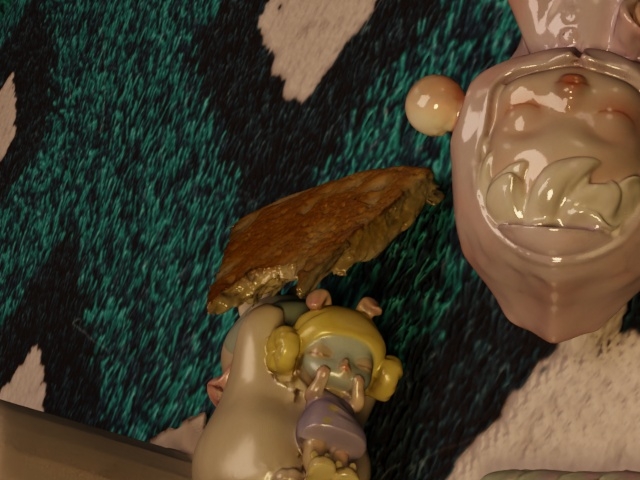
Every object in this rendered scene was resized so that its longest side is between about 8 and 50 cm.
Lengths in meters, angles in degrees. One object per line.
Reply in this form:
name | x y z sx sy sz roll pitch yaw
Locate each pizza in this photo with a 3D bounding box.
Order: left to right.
pizza | 0.000 0.000 1.039 0.181 0.034 0.262 -19 15 15

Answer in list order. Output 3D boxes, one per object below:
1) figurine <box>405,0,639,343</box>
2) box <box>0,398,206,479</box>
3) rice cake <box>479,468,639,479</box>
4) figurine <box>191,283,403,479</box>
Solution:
figurine | 0.155 -0.078 0.859 0.133 0.200 0.276 70 -151 -63
box | -0.218 0.257 1.158 0.262 0.206 0.291 -60 26 11
rice cake | 0.136 0.217 0.764 0.189 0.037 0.198 -14 57 56
figurine | -0.018 0.093 1.031 0.155 0.127 0.235 119 161 -50
